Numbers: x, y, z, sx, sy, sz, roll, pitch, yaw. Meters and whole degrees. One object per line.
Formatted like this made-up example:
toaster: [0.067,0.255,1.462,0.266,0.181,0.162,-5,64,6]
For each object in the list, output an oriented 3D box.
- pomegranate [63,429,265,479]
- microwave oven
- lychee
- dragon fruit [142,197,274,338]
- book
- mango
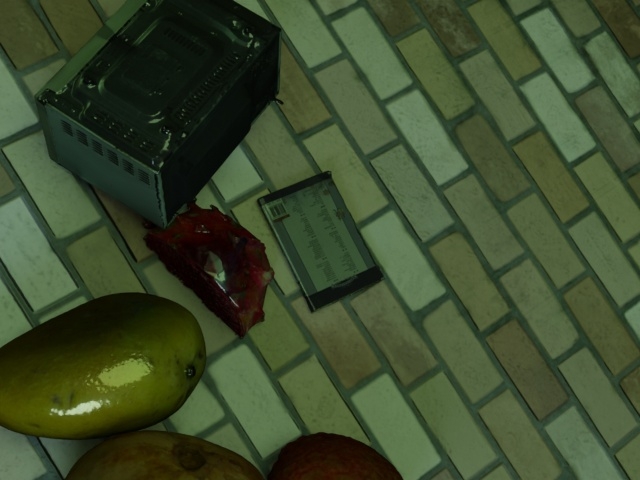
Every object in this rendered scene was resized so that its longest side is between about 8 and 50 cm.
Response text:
pomegranate: [-0.237,0.452,1.770,0.338,0.338,0.338,7,70,-19]
microwave oven: [-0.261,-0.253,1.996,0.286,0.218,0.355,32,64,13]
lychee: [0.024,0.437,1.897,0.255,0.300,0.255,-14,123,-24]
dragon fruit: [-0.164,0.017,2.036,0.274,0.126,0.161,45,63,-3]
book: [0.000,0.000,2.167,0.157,0.026,0.231,-23,81,-24]
mango: [-0.357,0.195,1.845,0.364,0.253,0.182,-8,118,-16]
